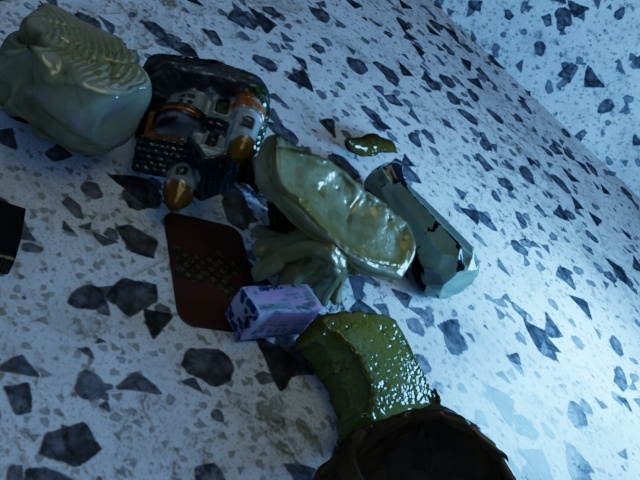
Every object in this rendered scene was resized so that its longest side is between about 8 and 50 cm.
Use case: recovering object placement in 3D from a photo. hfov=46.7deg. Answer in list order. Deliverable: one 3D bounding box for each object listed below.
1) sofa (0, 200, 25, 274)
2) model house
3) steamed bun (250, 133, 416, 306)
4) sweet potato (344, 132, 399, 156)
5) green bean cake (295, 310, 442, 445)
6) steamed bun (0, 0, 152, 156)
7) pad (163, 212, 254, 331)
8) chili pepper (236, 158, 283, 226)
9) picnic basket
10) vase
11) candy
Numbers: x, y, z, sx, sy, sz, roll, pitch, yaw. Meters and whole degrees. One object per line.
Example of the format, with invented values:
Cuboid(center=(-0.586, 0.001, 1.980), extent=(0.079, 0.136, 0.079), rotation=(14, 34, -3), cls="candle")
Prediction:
Cuboid(center=(-0.503, -0.008, 1.161), extent=(0.060, 0.039, 0.118), rotation=(19, 42, -28), cls="sofa")
Cuboid(center=(-0.247, -0.191, 1.438), extent=(0.271, 0.190, 0.301), rotation=(13, 46, -8), cls="model house")
Cuboid(center=(0.000, 0.000, 1.477), extent=(0.428, 0.189, 0.247), rotation=(29, 50, -36), cls="steamed bun")
Cuboid(center=(0.145, -0.264, 2.056), extent=(0.274, 0.067, 0.067), rotation=(-6, 57, -54), cls="sweet potato")
Cuboid(center=(0.078, 0.256, 1.374), extent=(0.233, 0.124, 0.236), rotation=(6, 49, -43), cls="green bean cake")
Cuboid(center=(-0.456, -0.274, 1.353), extent=(0.275, 0.206, 0.320), rotation=(15, 34, -23), cls="steamed bun")
Cuboid(center=(-0.205, 0.060, 1.412), extent=(0.181, 0.004, 0.267), rotation=(14, 43, -36), cls="pad")
Cuboid(center=(-0.095, -0.086, 1.592), extent=(0.083, 0.099, 0.253), rotation=(-25, 72, -44), cls="chili pepper")
Cuboid(center=(0.122, 0.398, 1.045), extent=(0.293, 0.337, 0.337), rotation=(52, 35, 14), cls="picnic basket")
Cuboid(center=(0.240, -0.030, 1.827), extent=(0.165, 0.165, 0.360), rotation=(1, 48, -44), cls="vase")
Cuboid(center=(-0.088, 0.130, 1.367), extent=(0.160, 0.092, 0.073), rotation=(0, 47, -42), cls="candy")
